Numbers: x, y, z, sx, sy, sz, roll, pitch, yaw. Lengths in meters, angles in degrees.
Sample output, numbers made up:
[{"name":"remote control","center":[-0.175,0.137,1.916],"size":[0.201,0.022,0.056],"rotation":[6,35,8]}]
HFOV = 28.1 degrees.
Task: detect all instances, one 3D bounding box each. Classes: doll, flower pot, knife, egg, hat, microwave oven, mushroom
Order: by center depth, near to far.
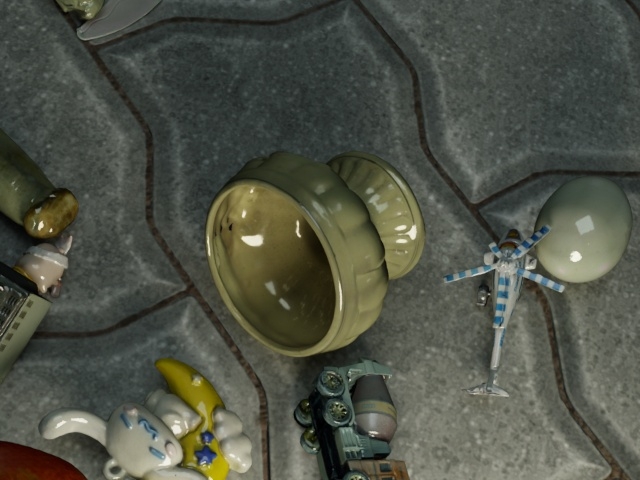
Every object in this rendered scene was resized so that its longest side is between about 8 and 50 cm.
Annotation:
[{"name":"doll","center":[-0.227,0.281,1.781],"size":[0.237,0.111,0.252],"rotation":[-37,80,-27]},{"name":"microwave oven","center":[-0.514,0.088,1.811],"size":[0.205,0.129,0.163],"rotation":[29,84,8]},{"name":"flower pot","center":[0.000,0.000,1.915],"size":[0.307,0.307,0.244],"rotation":[45,44,18]},{"name":"doll","center":[-0.414,0.046,1.926],"size":[0.127,0.073,0.084],"rotation":[-45,108,-26]},{"name":"mushroom","center":[-0.498,-0.111,1.991],"size":[0.312,0.081,0.100],"rotation":[40,40,23]},{"name":"egg","center":[0.430,-0.022,2.080],"size":[0.151,0.151,0.209],"rotation":[32,53,10]},{"name":"hat","center":[-0.417,-0.470,2.241],"size":[0.122,0.081,0.166],"rotation":[15,51,11]},{"name":"knife","center":[-0.313,-0.456,2.290],"size":[0.081,0.043,0.336],"rotation":[33,64,3]}]

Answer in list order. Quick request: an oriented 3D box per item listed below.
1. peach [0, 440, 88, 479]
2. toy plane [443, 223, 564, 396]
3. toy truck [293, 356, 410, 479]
[{"name":"peach","center":[-0.417,0.409,1.526],"size":[0.388,0.388,0.388],"rotation":[5,57,-8]},{"name":"toy plane","center":[0.293,0.112,1.995],"size":[0.182,0.107,0.273],"rotation":[-11,70,8]},{"name":"toy truck","center":[0.057,0.286,1.840],"size":[0.140,0.108,0.257],"rotation":[2,54,-26]}]
